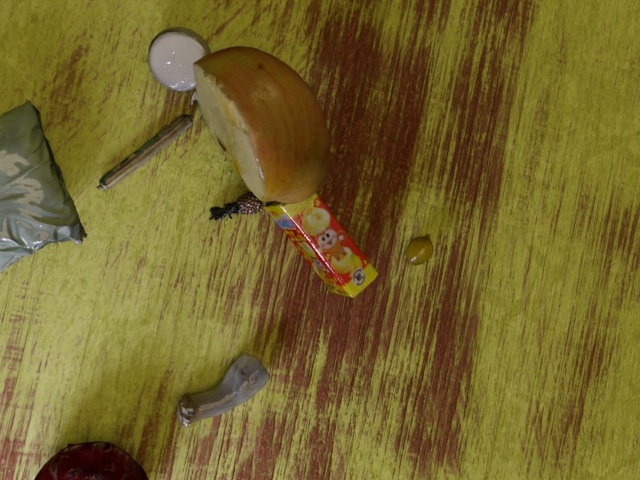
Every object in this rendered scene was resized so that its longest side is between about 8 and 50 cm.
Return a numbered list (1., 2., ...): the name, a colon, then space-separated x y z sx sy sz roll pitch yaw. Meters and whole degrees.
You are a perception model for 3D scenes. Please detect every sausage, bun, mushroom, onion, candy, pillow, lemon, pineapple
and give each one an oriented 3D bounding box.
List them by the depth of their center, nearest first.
1. pillow: -0.647 -0.086 1.397 0.284 0.138 0.309 -22 97 -9
2. onion: -0.477 0.537 1.440 0.247 0.190 0.246 -1 100 -4
3. bun: -0.300 -0.400 1.536 0.138 0.094 0.138 3 116 7
4. sausage: -0.380 -0.195 1.541 0.269 0.033 0.032 -41 104 -14
5. mushroom: -0.221 0.344 1.586 0.223 0.081 0.092 -32 119 -14
6. pineapple: -0.195 -0.078 1.600 0.125 0.058 0.058 -13 95 -14
7. candy: 0.000 0.000 1.622 0.088 0.146 0.276 -41 105 -14
8. lemon: 0.249 0.023 1.752 0.065 0.065 0.092 41 72 -16

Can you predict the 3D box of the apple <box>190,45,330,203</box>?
1. apple: -0.119 -0.241 1.498 0.252 0.309 0.314 -51 153 23
